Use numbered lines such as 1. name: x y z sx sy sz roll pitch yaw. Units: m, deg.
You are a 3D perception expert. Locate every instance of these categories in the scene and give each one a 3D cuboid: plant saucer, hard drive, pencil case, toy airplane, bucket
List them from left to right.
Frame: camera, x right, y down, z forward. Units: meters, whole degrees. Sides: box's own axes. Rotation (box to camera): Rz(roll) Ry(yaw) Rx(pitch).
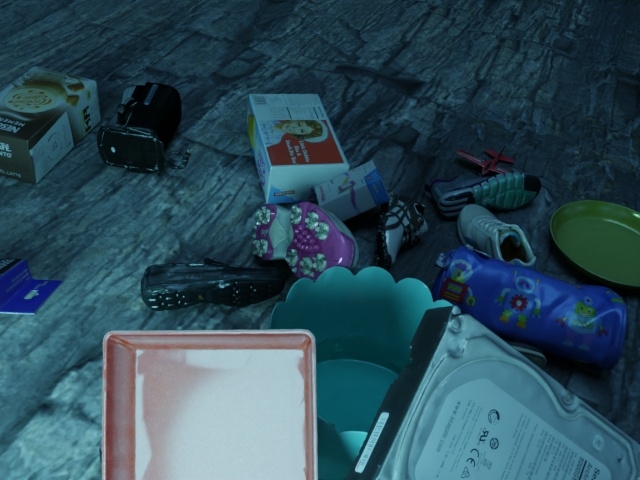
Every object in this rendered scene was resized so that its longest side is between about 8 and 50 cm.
1. plant saucer: -0.119 0.228 0.798 0.259 0.258 0.048 -3 -5 18
2. bucket: 0.053 0.190 0.934 0.281 0.183 0.281 4 40 -4
3. toy airplane: 0.362 -0.165 1.514 0.151 0.028 0.151 6 41 -5
4. hard drive: 0.209 0.259 0.787 0.339 0.064 0.236 38 66 -17
5. pencil case: 0.321 0.100 1.125 0.306 0.119 0.133 17 83 9
6. plant saucer: 0.541 0.012 1.332 0.241 0.037 0.241 5 41 -4

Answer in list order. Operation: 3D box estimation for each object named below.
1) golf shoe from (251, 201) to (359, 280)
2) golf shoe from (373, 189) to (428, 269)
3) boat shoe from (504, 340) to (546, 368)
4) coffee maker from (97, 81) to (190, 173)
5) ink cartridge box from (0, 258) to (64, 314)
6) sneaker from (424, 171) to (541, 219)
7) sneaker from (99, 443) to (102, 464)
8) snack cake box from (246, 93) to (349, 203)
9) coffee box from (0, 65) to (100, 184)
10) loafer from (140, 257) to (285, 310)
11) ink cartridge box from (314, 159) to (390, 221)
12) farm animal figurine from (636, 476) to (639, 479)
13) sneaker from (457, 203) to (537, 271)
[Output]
1. golf shoe: 0.000 0.000 1.126 0.140 0.115 0.306 9 5 -26
2. golf shoe: 0.145 -0.019 1.273 0.094 0.077 0.198 11 42 3
3. boat shoe: 0.235 0.159 1.084 0.206 0.075 0.065 4 44 2
4. coffee maker: -0.330 -0.217 1.411 0.171 0.120 0.178 27 40 -14
5. ink cartridge box: -0.493 0.063 1.024 0.208 0.045 0.206 0 9 -10
6. sneaker: 0.319 -0.109 1.404 0.224 0.083 0.098 -9 39 -18
7. sneaker: -0.181 0.268 0.891 0.178 0.072 0.077 21 41 13
8. snack cake box: -0.052 -0.189 1.427 0.152 0.089 0.264 -2 42 -15
9. coffee box: -0.549 -0.228 1.380 0.141 0.098 0.246 14 41 7
10. loafer: -0.169 0.060 1.127 0.223 0.076 0.078 -3 51 -8
11. ink cartridge box: 0.056 -0.085 1.303 0.123 0.052 0.088 -26 27 6
12. farm animal figurine: 0.258 0.429 0.646 0.172 0.326 0.330 1 26 38
13. sneaker: 0.315 0.001 1.265 0.088 0.092 0.228 -8 42 -15
